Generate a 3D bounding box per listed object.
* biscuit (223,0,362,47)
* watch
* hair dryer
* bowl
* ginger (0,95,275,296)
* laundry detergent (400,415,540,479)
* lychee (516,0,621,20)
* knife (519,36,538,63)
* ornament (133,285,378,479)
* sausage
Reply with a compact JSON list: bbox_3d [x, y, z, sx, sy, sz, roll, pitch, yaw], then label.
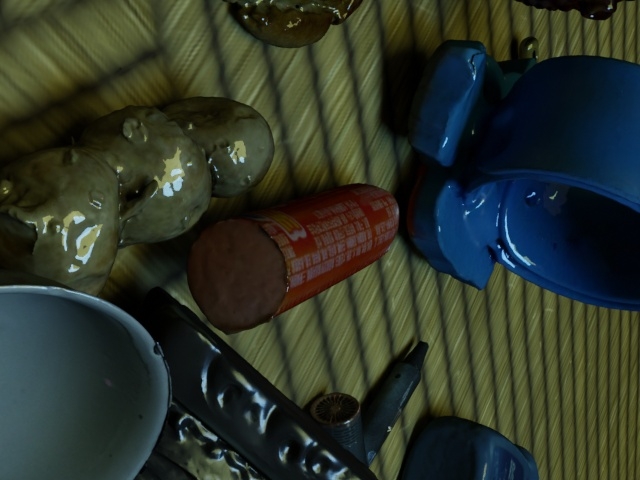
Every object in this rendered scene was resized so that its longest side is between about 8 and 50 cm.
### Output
[{"bbox_3d":[-0.011,-0.247,0.644,0.226,0.042,0.225,-26,123,-49],"label":"biscuit"},{"bbox_3d":[0.228,-0.073,0.843,0.241,0.275,0.305,-64,149,-18],"label":"watch"},{"bbox_3d":[0.060,0.185,0.896,0.195,0.050,0.173,-40,135,-46],"label":"hair dryer"},{"bbox_3d":[-0.175,0.075,0.451,0.189,0.086,0.189,-20,133,-23],"label":"bowl"},{"bbox_3d":[-0.107,-0.032,0.544,0.204,0.080,0.104,-40,145,-41],"label":"ginger"},{"bbox_3d":[0.192,0.290,1.074,0.290,0.094,0.143,30,73,-55],"label":"laundry detergent"},{"bbox_3d":[0.216,-0.312,0.772,0.261,0.261,0.260,-24,120,-50],"label":"lychee"},{"bbox_3d":[0.238,-0.093,1.081,0.047,0.017,0.297,-43,137,-38],"label":"knife"},{"bbox_3d":[-0.097,0.196,0.560,0.251,0.106,0.260,46,79,-15],"label":"ornament"},{"bbox_3d":[0.000,0.000,0.686,0.274,0.074,0.074,-21,119,-65],"label":"sausage"}]
